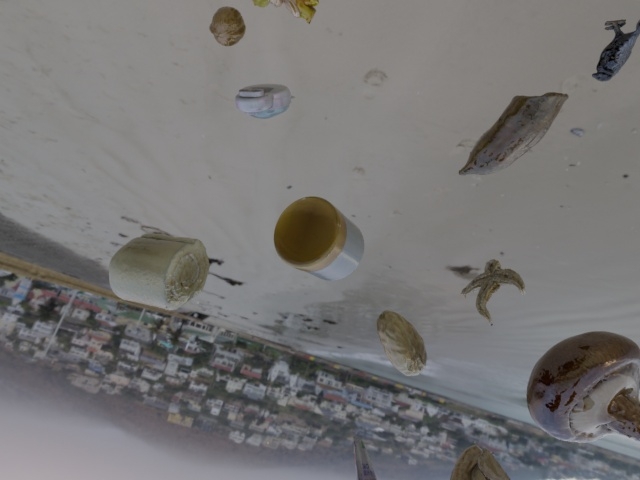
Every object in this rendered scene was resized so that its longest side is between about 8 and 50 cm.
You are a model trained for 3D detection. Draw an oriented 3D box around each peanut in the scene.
[{"bbox_3d":[0.244,0.301,1.196,0.110,0.196,0.233,-30,157,6],"label":"peanut"}]

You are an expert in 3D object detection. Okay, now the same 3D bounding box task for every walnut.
[{"bbox_3d":[-0.275,-0.630,1.194,0.105,0.124,0.105,11,135,11],"label":"walnut"}]

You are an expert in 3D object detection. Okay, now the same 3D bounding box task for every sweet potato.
[{"bbox_3d":[0.604,-0.329,1.293,0.158,0.157,0.369,24,119,-22],"label":"sweet potato"}]

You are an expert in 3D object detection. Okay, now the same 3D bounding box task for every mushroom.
[{"bbox_3d":[0.745,0.408,1.079,0.346,0.345,0.259,27,-171,-30],"label":"mushroom"},{"bbox_3d":[0.361,0.569,0.868,0.156,0.151,0.286,60,177,-6],"label":"mushroom"}]

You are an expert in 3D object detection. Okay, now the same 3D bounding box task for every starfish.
[{"bbox_3d":[0.417,0.117,1.006,0.050,0.138,0.247,31,-169,0],"label":"starfish"}]

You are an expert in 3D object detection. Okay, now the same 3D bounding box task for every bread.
[{"bbox_3d":[-0.316,0.062,0.811,0.142,0.148,0.133,6,128,20],"label":"bread"}]

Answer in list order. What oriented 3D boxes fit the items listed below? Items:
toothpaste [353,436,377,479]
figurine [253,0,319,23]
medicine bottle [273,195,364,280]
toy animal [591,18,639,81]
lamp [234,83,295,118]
[{"bbox_3d":[0.097,0.529,0.745,0.075,0.300,0.048,25,133,-35],"label":"toothpaste"},{"bbox_3d":[-0.127,-0.725,1.183,0.247,0.156,0.131,25,127,-12],"label":"figurine"},{"bbox_3d":[0.000,0.000,1.357,0.238,0.237,0.232,8,168,29],"label":"medicine bottle"},{"bbox_3d":[0.543,-0.347,0.740,0.062,0.107,0.220,13,-170,27],"label":"toy animal"},{"bbox_3d":[-0.196,-0.466,1.373,0.180,0.246,0.107,5,118,17],"label":"lamp"}]
